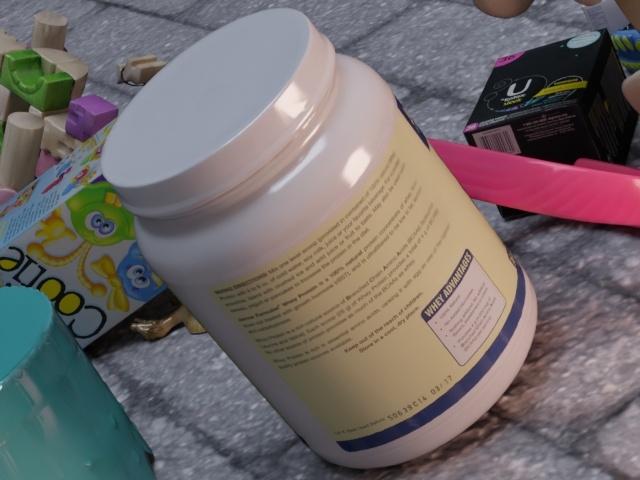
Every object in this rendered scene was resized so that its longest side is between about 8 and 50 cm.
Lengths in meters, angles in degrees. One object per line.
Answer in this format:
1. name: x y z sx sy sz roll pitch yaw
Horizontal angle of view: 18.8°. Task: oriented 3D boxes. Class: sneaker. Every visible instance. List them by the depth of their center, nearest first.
1. sneaker: 0.369 -0.206 1.944 0.078 0.067 0.188 -42 24 -17

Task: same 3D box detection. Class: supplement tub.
1. supplement tub: 0.000 0.000 1.549 0.235 0.325 0.235 -28 30 18

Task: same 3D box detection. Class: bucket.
1. bucket: -0.302 0.182 1.704 0.281 0.183 0.281 -22 24 11

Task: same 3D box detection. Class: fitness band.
1. fitness band: 0.203 -0.046 1.665 0.209 0.054 0.291 5 5 -34

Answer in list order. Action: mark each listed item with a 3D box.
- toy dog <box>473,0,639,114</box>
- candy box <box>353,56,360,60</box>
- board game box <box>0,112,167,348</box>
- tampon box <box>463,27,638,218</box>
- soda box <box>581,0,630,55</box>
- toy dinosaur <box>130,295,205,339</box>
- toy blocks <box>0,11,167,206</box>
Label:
1. toy dog: 0.397 -0.229 1.617 0.284 0.395 0.408 -20 55 -39
2. candy box: 0.010 -0.136 2.190 0.109 0.053 0.187 -23 23 8
3. board game box: -0.224 -0.009 1.986 0.275 0.142 0.144 -35 21 18
4. tampon box: 0.225 -0.114 1.863 0.120 0.101 0.161 -14 27 26
5. soda box: 0.390 -0.264 2.038 0.216 0.069 0.074 -15 27 24
6. toy dinosaur: -0.103 0.053 1.947 0.183 0.053 0.093 -24 38 26
7. toy blocks: -0.349 -0.096 2.328 0.288 0.260 0.309 33 32 31
